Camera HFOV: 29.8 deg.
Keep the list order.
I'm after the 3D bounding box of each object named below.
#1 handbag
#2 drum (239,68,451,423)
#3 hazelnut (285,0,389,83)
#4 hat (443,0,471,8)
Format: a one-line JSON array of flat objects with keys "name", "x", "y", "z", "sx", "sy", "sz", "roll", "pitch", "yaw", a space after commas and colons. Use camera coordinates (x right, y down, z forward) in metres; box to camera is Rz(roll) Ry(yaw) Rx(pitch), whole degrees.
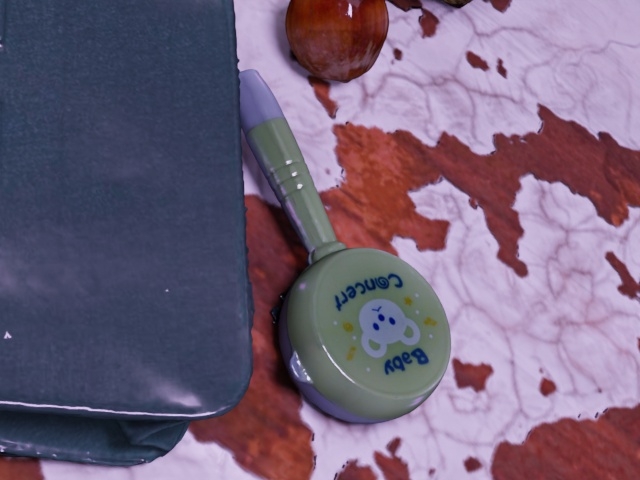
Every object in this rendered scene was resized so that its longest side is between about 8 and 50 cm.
[{"name": "handbag", "x": -0.166, "y": -0.040, "z": 0.705, "sx": 0.238, "sy": 0.089, "sz": 0.326, "roll": 11, "pitch": 60, "yaw": -27}, {"name": "drum", "x": -0.013, "y": 0.009, "z": 0.795, "sx": 0.130, "sy": 0.049, "sz": 0.253, "roll": -35, "pitch": 85, "yaw": -40}, {"name": "hazelnut", "x": 0.015, "y": -0.158, "z": 0.893, "sx": 0.086, "sy": 0.086, "sz": 0.086, "roll": 15, "pitch": 58, "yaw": -25}, {"name": "hat", "x": 0.115, "y": -0.231, "z": 0.996, "sx": 0.193, "sy": 0.082, "sz": 0.193, "roll": -4, "pitch": 37, "yaw": 3}]
